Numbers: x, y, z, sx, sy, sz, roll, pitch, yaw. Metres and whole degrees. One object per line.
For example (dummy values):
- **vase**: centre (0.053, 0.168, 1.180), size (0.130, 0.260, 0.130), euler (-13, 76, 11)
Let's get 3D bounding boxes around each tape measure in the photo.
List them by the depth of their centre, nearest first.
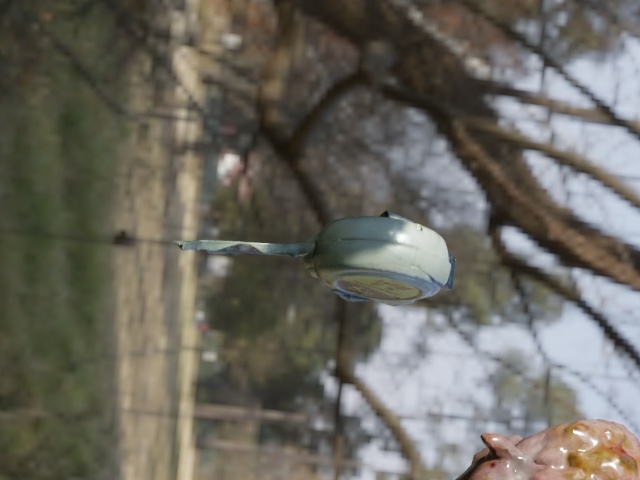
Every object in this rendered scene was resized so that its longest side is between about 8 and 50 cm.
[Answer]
- **tape measure**: centre (-0.001, -0.001, 1.982), size (0.164, 0.330, 0.084), euler (-20, -120, 47)

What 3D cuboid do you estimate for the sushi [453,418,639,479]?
- **sushi**: centre (0.124, 0.225, 1.053), size (0.171, 0.236, 0.270), euler (62, -29, 27)
